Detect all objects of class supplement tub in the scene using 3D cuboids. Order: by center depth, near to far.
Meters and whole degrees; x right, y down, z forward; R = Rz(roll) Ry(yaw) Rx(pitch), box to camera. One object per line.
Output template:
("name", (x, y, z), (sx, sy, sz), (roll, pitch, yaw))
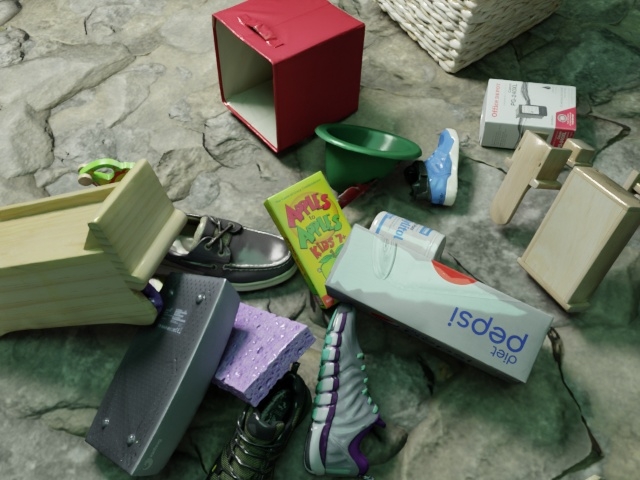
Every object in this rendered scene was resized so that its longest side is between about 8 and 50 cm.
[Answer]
("supplement tub", (0.130, 0.005, 0.951), (0.107, 0.071, 0.071), (22, 60, 19))

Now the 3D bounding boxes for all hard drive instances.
("hard drive", (-0.203, 0.167, 0.818), (0.172, 0.054, 0.255), (1, 62, 50))

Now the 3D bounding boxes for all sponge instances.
("sponge", (-0.112, 0.142, 0.841), (0.117, 0.031, 0.210), (-46, 31, -25))

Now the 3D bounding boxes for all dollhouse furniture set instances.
("dollhouse furniture set", (0.485, -0.012, 0.951), (0.355, 0.174, 0.303), (0, 36, -30))

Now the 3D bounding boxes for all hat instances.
("hat", (0.051, -0.086, 1.050), (0.208, 0.183, 0.173), (1, 24, -25))

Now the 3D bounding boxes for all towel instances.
("towel", (-0.277, 0.083, 0.971), (0.083, 0.009, 0.060), (-19, 56, -9))

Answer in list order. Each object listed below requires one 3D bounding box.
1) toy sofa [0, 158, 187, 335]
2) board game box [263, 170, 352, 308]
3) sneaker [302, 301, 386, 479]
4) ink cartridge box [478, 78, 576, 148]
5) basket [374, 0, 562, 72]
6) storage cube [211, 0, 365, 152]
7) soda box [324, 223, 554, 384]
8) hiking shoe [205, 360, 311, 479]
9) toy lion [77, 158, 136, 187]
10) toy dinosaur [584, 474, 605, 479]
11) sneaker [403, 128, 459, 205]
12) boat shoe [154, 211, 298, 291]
("toy sofa", (-0.378, 0.019, 0.897), (0.362, 0.177, 0.150), (-8, 36, 22))
("board game box", (0.000, 0.000, 0.925), (0.092, 0.043, 0.181), (-29, 93, -14))
("sneaker", (0.042, 0.197, 0.820), (0.098, 0.083, 0.224), (11, 76, 0))
("ink cartridge box", (0.359, -0.217, 1.084), (0.150, 0.063, 0.109), (8, 57, 10))
("basket", (0.288, -0.559, 1.170), (0.331, 0.266, 0.328), (-34, 71, -15))
("storage cube", (-0.056, -0.308, 1.100), (0.193, 0.215, 0.183), (-32, 58, -23))
("soda box", (0.153, 0.087, 0.841), (0.286, 0.091, 0.098), (26, 79, 10))
("hiking shoe", (-0.088, 0.254, 0.773), (0.086, 0.114, 0.227), (20, 60, 15))
("toy lion", (-0.342, -0.105, 1.053), (0.096, 0.100, 0.034), (-24, 53, 11))
("toy dinosaur", (0.224, 0.363, 0.710), (0.118, 0.064, 0.268), (28, 60, 14))
("sneaker", (0.184, -0.130, 1.044), (0.084, 0.058, 0.152), (8, 63, 0))
("boat shoe", (-0.175, 0.007, 0.961), (0.285, 0.092, 0.103), (8, 52, 9))
